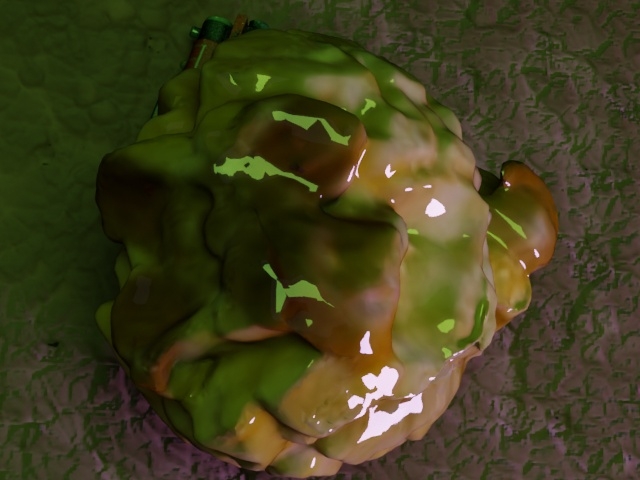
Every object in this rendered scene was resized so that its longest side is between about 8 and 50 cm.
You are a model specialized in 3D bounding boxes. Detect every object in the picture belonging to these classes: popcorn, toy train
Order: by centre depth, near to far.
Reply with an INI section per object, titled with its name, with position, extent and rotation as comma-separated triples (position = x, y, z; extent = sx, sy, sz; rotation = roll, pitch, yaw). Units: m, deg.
[popcorn]
position = 0.000, 0.000, 1.178
extent = 0.332, 0.225, 0.265
rotation = -21, 89, -41
[toy train]
position = -0.068, -0.105, 1.282
extent = 0.064, 0.044, 0.103
rotation = 18, 68, 5
